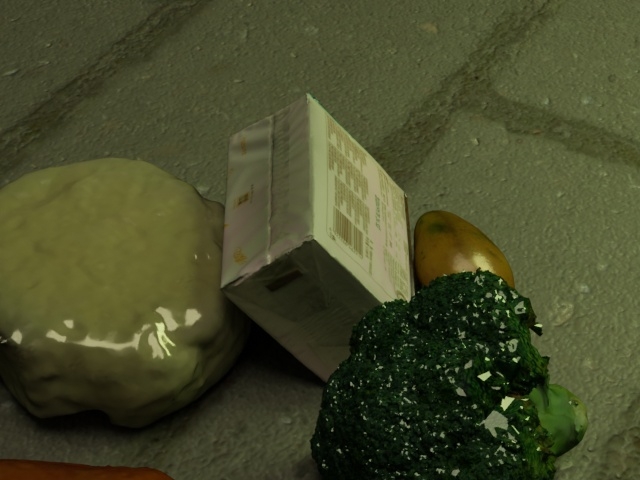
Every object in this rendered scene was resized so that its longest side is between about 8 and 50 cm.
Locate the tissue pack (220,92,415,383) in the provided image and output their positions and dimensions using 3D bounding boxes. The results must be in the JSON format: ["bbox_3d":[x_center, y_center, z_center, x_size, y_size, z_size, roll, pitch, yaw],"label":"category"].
[{"bbox_3d":[0.000,0.000,1.418,0.124,0.185,0.225,-28,37,22],"label":"tissue pack"}]

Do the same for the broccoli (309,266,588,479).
[{"bbox_3d":[0.131,0.153,1.251,0.269,0.269,0.254,-21,52,-24],"label":"broccoli"}]

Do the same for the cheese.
[{"bbox_3d":[-0.226,0.047,1.417,0.326,0.115,0.318,-2,42,-3],"label":"cheese"}]

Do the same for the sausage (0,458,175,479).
[{"bbox_3d":[-0.219,0.248,1.181,0.258,0.133,0.133,6,42,2],"label":"sausage"}]

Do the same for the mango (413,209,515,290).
[{"bbox_3d":[0.146,0.029,1.465,0.089,0.111,0.163,-37,18,16],"label":"mango"}]
